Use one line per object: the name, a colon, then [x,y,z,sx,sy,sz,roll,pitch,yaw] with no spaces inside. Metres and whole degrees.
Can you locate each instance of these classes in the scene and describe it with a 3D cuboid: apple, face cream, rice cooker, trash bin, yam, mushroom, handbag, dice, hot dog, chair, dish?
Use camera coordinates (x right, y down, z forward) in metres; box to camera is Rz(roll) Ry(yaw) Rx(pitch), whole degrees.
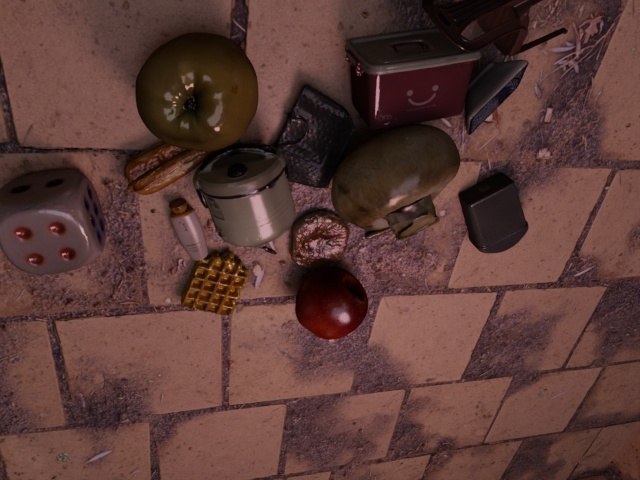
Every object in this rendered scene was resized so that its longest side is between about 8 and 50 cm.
apple: [0.034,0.190,1.501,0.218,0.218,0.201,27,116,-30]
face cream: [-0.356,-0.027,1.336,0.072,0.051,0.182,-14,125,-2]
rice cooker: [-0.183,-0.122,1.219,0.226,0.226,0.244,-18,129,-5]
trash bin: [0.544,-0.074,1.550,0.177,0.101,0.236,-26,124,4]
yam: [0.193,-0.029,1.520,0.116,0.021,0.021,-22,127,-3]
mushroom: [0.192,-0.141,1.261,0.353,0.260,0.352,-24,169,-5]
handbag: [-0.024,-0.251,1.271,0.175,0.088,0.270,19,120,-15]
dice: [-0.626,-0.044,1.157,0.192,0.194,0.193,-11,124,-8]
hot dog: [-0.371,-0.192,1.207,0.249,0.076,0.102,-31,88,1]
chair: [0.390,-0.500,1.107,0.327,0.175,0.183,-28,161,-1]
apple: [-0.259,-0.308,1.057,0.263,0.262,0.262,-8,125,-12]
dish: [0.422,-0.376,1.261,0.182,0.243,0.080,-45,82,13]

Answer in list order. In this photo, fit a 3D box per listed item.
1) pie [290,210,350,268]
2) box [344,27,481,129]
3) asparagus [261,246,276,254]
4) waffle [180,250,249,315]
pie: [0.000,0.000,1.466,0.195,0.046,0.195,-9,125,-13]
box: [0.211,-0.388,1.184,0.294,0.193,0.167,-11,134,-10]
asparagus: [-0.189,0.007,1.432,0.163,0.016,0.016,33,90,-31]
waffle: [-0.300,0.120,1.453,0.161,0.055,0.210,17,116,-25]
